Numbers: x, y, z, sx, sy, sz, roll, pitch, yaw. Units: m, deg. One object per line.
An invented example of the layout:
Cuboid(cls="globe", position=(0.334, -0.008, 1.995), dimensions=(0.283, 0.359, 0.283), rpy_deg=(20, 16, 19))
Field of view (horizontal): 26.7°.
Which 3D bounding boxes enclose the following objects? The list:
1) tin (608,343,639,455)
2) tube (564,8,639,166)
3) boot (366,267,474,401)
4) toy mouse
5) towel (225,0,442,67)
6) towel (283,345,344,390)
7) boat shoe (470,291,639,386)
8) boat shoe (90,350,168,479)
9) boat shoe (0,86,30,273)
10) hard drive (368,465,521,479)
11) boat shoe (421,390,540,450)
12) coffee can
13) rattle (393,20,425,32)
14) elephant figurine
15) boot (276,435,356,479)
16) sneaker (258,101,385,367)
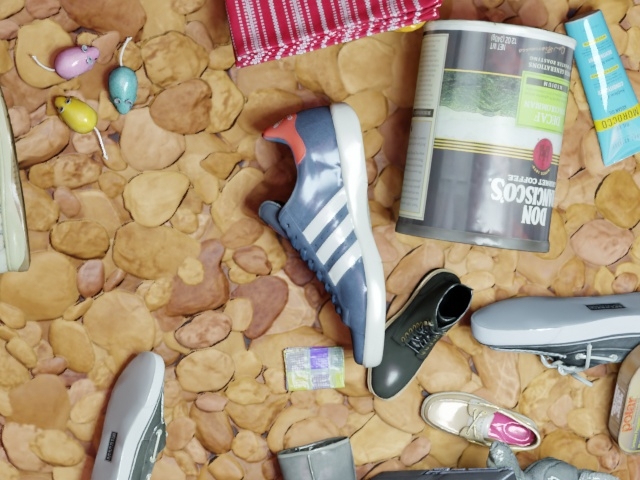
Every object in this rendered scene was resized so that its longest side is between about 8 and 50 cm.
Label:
Cuboid(cls="tin", position=(0.447, 0.212, 1.839), dimensions=(0.106, 0.040, 0.189), rpy_deg=(-15, 128, -24))
Cuboid(cls="tube", position=(0.392, -0.211, 1.847), dimensions=(0.080, 0.052, 0.207), rpy_deg=(-22, 102, 5))
Cuboid(cls="boot", position=(0.129, 0.128, 1.785), dimensions=(0.077, 0.137, 0.198), rpy_deg=(26, 91, -8))
Cuboid(cls="toy mouse", position=(-0.292, -0.211, 1.760), dimensions=(0.161, 0.031, 0.143), rpy_deg=(42, 88, -8))
Cuboid(cls="towel", position=(0.008, -0.337, 1.722), dimensions=(0.275, 0.031, 0.198), rpy_deg=(-14, 65, 7))
Cuboid(cls="towel", position=(-0.008, 0.174, 1.834), dimensions=(0.083, 0.009, 0.060), rpy_deg=(-1, 93, -7))
Cuboid(cls="boat shoe", position=(0.348, 0.135, 1.832), dimensions=(0.306, 0.113, 0.105), rpy_deg=(-5, 111, -20))
Cuboid(cls="boat shoe", position=(-0.242, 0.255, 1.783), dimensions=(0.070, 0.078, 0.219), rpy_deg=(20, 87, -43))
Cuboid(cls="boat shoe", position=(-0.430, -0.095, 1.713), dimensions=(0.089, 0.104, 0.285), rpy_deg=(-9, 96, -10))
Cuboid(cls="hard drive", position=(0.196, 0.468, 1.778), dimensions=(0.064, 0.237, 0.338), rpy_deg=(-22, 99, -48))
Cuboid(cls="boat shoe", position=(0.223, 0.248, 1.844), dimensions=(0.170, 0.059, 0.063), rpy_deg=(13, 92, -8))
Cuboid(cls="coffee can", position=(0.213, -0.133, 1.747), dimensions=(0.202, 0.201, 0.275), rpy_deg=(7, 93, -8))
Cuboid(cls="rattle", position=(0.085, -0.372, 1.749), dimensions=(0.130, 0.143, 0.199), rpy_deg=(7, 99, 7))
Cuboid(cls="elephant figurine", position=(0.327, 0.361, 1.811), dimensions=(0.169, 0.186, 0.239), rpy_deg=(-2, 100, 19))
Cuboid(cls="boot", position=(-0.023, 0.384, 1.814), dimensions=(0.190, 0.076, 0.208), rpy_deg=(-18, 103, -20))
Cuboid(cls="sneaker", position=(0.000, 0.000, 1.774), dimensions=(0.148, 0.131, 0.350), rpy_deg=(-9, 89, 0))
